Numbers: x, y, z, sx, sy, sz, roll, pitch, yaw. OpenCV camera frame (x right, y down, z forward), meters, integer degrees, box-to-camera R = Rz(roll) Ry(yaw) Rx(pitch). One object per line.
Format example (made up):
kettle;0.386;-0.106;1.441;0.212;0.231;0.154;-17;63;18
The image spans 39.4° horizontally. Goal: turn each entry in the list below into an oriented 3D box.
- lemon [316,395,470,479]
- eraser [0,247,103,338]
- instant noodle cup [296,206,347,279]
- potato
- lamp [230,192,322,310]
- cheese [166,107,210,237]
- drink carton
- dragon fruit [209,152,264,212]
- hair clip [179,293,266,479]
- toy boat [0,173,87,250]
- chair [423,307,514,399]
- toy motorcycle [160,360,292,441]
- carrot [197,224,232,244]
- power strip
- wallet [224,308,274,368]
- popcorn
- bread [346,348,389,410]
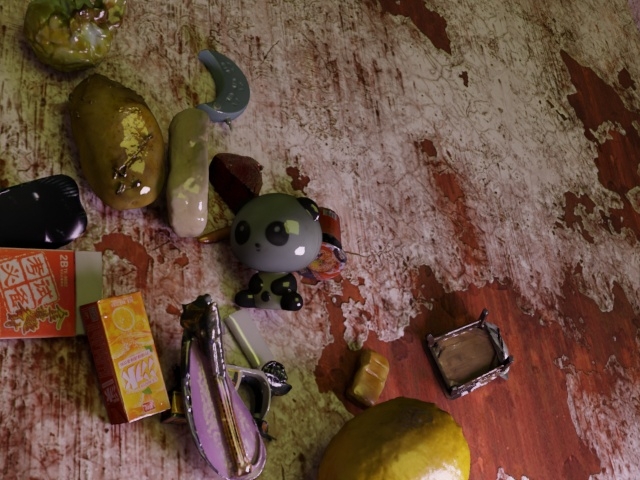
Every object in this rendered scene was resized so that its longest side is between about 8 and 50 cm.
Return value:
lemon;0.138;0.453;1.736;0.285;0.285;0.316;43;77;-8
eraser;-0.496;0.094;1.585;0.230;0.038;0.157;3;80;-40
instant noodle cup;-0.002;0.000;2.021;0.127;0.127;0.136;28;41;-22
potato;-0.409;-0.207;1.807;0.172;0.140;0.300;-18;71;-12
lamp;-0.094;0.022;1.867;0.197;0.197;0.244;5;87;-36
cheese;-0.276;-0.136;1.863;0.092;0.159;0.263;0;59;-5
drink carton;-0.350;0.210;1.606;0.096;0.071;0.223;-14;87;-43
dragon fruit;-0.173;-0.131;1.981;0.147;0.102;0.096;52;42;7
hair clip;-0.190;0.276;1.629;0.110;0.095;0.359;-7;86;-66
toy boat;-0.575;-0.026;1.608;0.298;0.092;0.134;-23;109;-38
chair;0.352;0.273;2.114;0.186;0.319;0.160;-25;74;1
toy motorcycle;-0.171;0.292;1.719;0.263;0.091;0.157;14;63;-29
carrot;-0.190;-0.016;1.938;0.190;0.037;0.037;-11;70;-38
power strip;-0.231;-0.346;2.107;0.137;0.044;0.216;17;54;-31
wallet;-0.145;0.201;1.839;0.061;0.025;0.122;-22;78;-51
popcorn;-0.505;-0.452;1.860;0.198;0.212;0.198;-20;90;-74
bread;0.104;0.302;1.948;0.074;0.053;0.132;38;48;-12
